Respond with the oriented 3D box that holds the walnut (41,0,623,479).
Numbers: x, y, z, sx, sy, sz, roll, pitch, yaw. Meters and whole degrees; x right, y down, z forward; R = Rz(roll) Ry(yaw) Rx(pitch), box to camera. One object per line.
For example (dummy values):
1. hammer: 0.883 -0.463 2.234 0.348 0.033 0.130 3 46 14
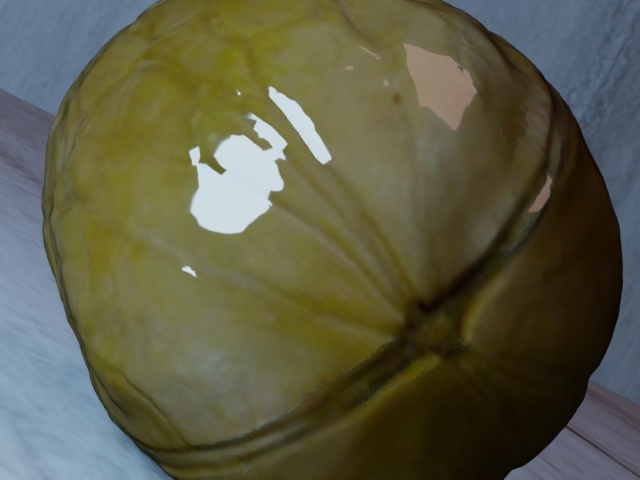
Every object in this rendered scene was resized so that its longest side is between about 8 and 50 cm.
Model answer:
1. walnut: 0.000 0.000 0.587 0.167 0.167 0.207 27 5 -17
